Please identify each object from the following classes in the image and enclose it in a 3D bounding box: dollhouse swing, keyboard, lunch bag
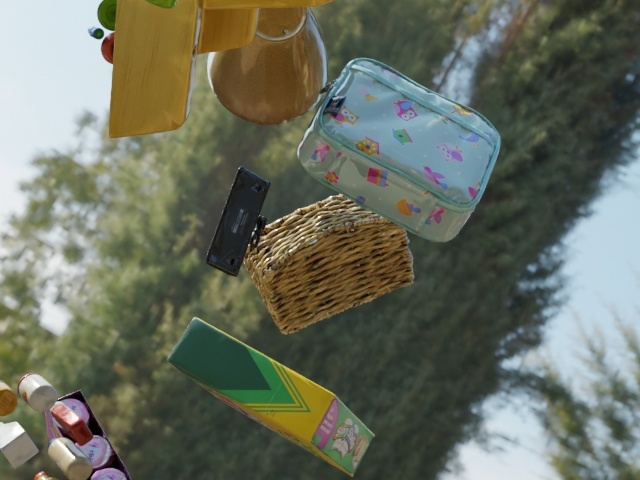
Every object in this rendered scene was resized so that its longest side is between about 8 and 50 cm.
[{"bbox_3d":[-0.100,-0.309,1.819,0.305,0.347,0.315,14,-58,7],"label":"dollhouse swing"},{"bbox_3d":[-0.138,-0.029,2.137,0.023,0.180,0.108,11,-13,44],"label":"keyboard"},{"bbox_3d":[0.117,-0.144,1.804,0.279,0.224,0.108,29,-41,-1],"label":"lunch bag"}]

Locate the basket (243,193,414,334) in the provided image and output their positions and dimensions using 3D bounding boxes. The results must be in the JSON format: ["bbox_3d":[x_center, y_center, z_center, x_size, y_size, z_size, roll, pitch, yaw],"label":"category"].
[{"bbox_3d":[0.000,0.000,2.372,0.223,0.299,0.213,-120,-169,-50],"label":"basket"}]

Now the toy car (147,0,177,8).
[{"bbox_3d":[-0.230,-0.362,1.412,0.149,0.155,0.188,34,24,18],"label":"toy car"}]

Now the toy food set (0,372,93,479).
[{"bbox_3d":[-0.392,0.266,1.704,0.104,0.111,0.232,24,-34,55],"label":"toy food set"}]

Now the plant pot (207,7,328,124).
[{"bbox_3d":[-0.092,-0.370,2.278,0.237,0.237,0.254,27,-16,3],"label":"plant pot"}]

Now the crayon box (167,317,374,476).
[{"bbox_3d":[-0.083,0.302,2.318,0.313,0.106,0.363,28,-11,22],"label":"crayon box"}]

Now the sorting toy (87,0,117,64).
[{"bbox_3d":[-0.305,-0.304,1.773,0.042,0.061,0.102,31,-52,57],"label":"sorting toy"}]

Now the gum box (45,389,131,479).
[{"bbox_3d":[-0.348,0.336,1.859,0.188,0.062,0.107,55,-26,24],"label":"gum box"}]
